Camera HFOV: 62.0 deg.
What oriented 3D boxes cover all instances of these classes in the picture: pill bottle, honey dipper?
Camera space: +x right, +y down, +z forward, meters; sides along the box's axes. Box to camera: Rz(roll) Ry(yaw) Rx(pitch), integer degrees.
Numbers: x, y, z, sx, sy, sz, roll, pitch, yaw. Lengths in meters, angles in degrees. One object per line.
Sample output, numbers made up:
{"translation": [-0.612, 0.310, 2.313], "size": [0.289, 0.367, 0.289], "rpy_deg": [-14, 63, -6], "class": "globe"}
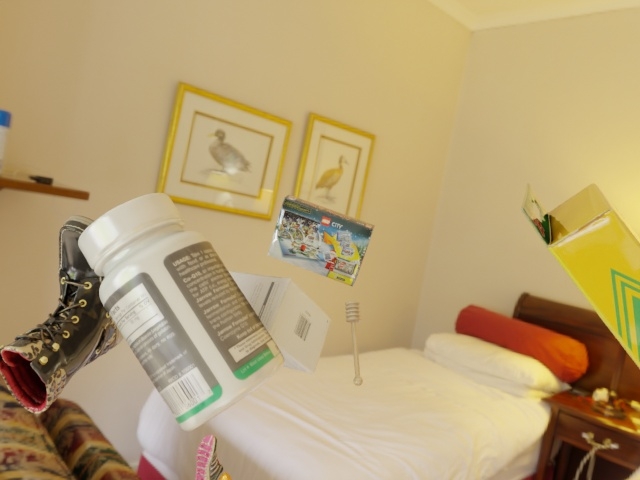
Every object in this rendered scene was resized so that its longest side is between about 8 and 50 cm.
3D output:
{"translation": [-0.237, 0.113, 0.901], "size": [0.204, 0.361, 0.204], "rpy_deg": [-33, -5, -3], "class": "pill bottle"}
{"translation": [0.066, 0.198, 1.026], "size": [0.030, 0.161, 0.030], "rpy_deg": [-2, -23, -1], "class": "honey dipper"}

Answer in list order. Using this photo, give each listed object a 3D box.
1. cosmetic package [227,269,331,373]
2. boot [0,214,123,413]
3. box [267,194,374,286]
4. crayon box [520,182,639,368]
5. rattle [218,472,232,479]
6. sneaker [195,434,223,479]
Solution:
{"translation": [-0.133, 0.176, 1.164], "size": [0.224, 0.138, 0.224], "rpy_deg": [6, -27, 30], "class": "cosmetic package"}
{"translation": [-0.565, 0.163, 1.171], "size": [0.138, 0.377, 0.284], "rpy_deg": [15, 32, 10], "class": "boot"}
{"translation": [0.000, 0.000, 1.327], "size": [0.233, 0.159, 0.044], "rpy_deg": [20, 19, 6], "class": "box"}
{"translation": [0.376, 0.049, 0.654], "size": [0.318, 0.081, 0.202], "rpy_deg": [52, 26, 2], "class": "crayon box"}
{"translation": [-0.318, 0.790, 1.511], "size": [0.199, 0.143, 0.130], "rpy_deg": [-21, 38, -35], "class": "rattle"}
{"translation": [-0.335, 0.681, 1.634], "size": [0.063, 0.170, 0.074], "rpy_deg": [0, -9, 39], "class": "sneaker"}
